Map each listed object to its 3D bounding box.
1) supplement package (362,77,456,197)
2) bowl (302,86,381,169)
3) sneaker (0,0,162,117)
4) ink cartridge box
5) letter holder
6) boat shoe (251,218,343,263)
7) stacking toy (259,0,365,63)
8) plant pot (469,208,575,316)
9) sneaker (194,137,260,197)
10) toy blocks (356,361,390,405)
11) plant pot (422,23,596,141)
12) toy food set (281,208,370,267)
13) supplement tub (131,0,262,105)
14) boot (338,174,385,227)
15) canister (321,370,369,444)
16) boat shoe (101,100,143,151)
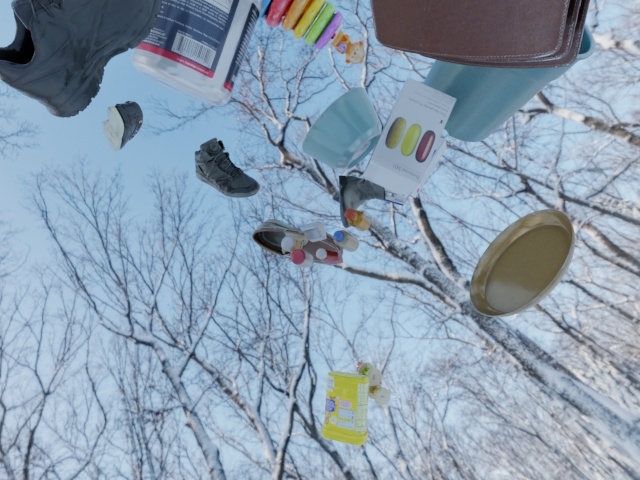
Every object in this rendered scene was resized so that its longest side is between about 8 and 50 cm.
[{"bbox_3d":[0.222,-0.257,1.051,0.134,0.139,0.244,109,-175,-81],"label":"supplement package"},{"bbox_3d":[0.100,-0.374,1.475,0.311,0.163,0.311,-41,-8,-7],"label":"bowl"},{"bbox_3d":[-0.327,-0.303,0.555,0.286,0.109,0.130,-50,-26,7],"label":"sneaker"},{"bbox_3d":[0.361,-0.290,1.703,0.371,0.176,0.069,-54,-37,-19],"label":"ink cartridge box"},{"bbox_3d":[0.255,-0.360,0.678,0.152,0.302,0.214,-50,-37,-27],"label":"letter holder"},{"bbox_3d":[-0.084,0.018,1.366,0.116,0.324,0.123,-32,-49,-59],"label":"boat shoe"},{"bbox_3d":[-0.006,-0.561,1.057,0.302,0.165,0.175,34,-67,-16],"label":"stacking toy"},{"bbox_3d":[0.378,0.047,0.772,0.032,0.236,0.236,34,-83,-9],"label":"plant pot"},{"bbox_3d":[-0.273,-0.206,1.161,0.087,0.228,0.130,-43,-30,-35],"label":"sneaker"},{"bbox_3d":[0.144,0.426,1.265,0.054,0.148,0.123,-27,-80,-18],"label":"toy blocks"},{"bbox_3d":[0.458,-0.470,1.104,0.341,0.341,0.334,-16,-22,-28],"label":"plant pot"},{"bbox_3d":[0.000,0.000,0.982,0.232,0.111,0.104,-13,-17,21],"label":"toy food set"},{"bbox_3d":[-0.225,-0.418,0.779,0.191,0.191,0.272,16,-81,-42],"label":"supplement tub"},{"bbox_3d":[0.144,-0.144,1.370,0.161,0.246,0.083,-1,-44,2],"label":"boot"},{"bbox_3d":[0.072,0.457,1.132,0.073,0.126,0.169,20,-107,-67],"label":"canister"},{"bbox_3d":[-0.298,-0.169,0.615,0.042,0.133,0.049,-32,-79,-33],"label":"boat shoe"}]
